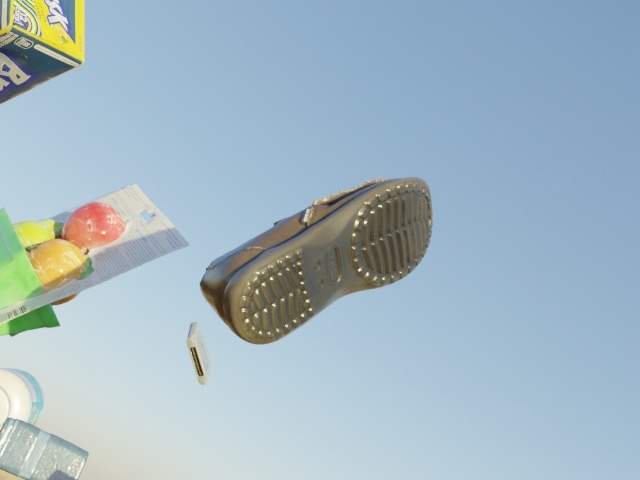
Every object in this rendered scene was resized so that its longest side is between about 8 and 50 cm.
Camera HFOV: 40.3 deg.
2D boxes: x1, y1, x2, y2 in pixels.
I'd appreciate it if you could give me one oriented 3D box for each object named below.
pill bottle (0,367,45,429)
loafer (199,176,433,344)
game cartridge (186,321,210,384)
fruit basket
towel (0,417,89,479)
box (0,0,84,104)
[{"bbox_3d":[-0.628,0.321,1.697,0.146,0.146,0.264,30,-11,-3],"label":"pill bottle"},{"bbox_3d":[0.000,0.000,1.071,0.130,0.366,0.133,17,-61,42],"label":"loafer"},{"bbox_3d":[-0.182,0.167,1.303,0.017,0.056,0.083,-9,-66,7],"label":"game cartridge"},{"bbox_3d":[-0.439,0.027,1.528,0.327,0.353,0.165,38,-38,54],"label":"fruit basket"},{"bbox_3d":[-0.370,0.283,1.143,0.119,0.067,0.029,28,-21,-12],"label":"towel"},{"bbox_3d":[-0.220,-0.114,0.533,0.169,0.059,0.054,-16,-21,32],"label":"box"}]
